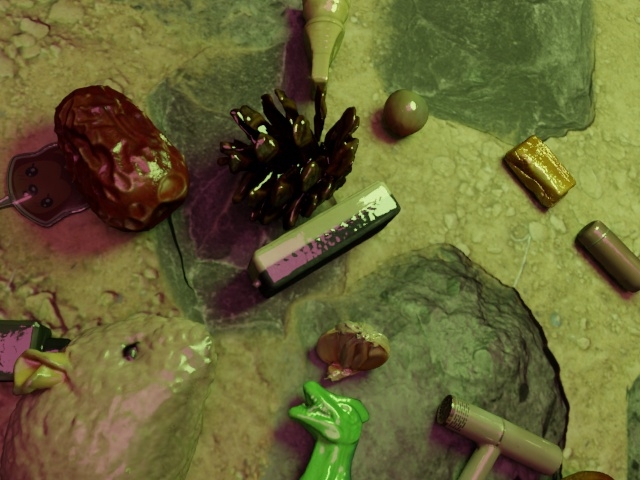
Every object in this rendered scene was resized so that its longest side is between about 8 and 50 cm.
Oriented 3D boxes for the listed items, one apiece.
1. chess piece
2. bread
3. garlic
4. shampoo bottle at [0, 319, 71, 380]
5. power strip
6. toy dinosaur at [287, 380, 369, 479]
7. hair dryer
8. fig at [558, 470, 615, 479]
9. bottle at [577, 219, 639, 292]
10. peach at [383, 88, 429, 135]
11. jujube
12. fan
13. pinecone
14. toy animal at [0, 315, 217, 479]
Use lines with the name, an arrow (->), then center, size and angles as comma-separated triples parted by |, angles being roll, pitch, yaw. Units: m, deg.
chess piece -> 0.004, -0.348, 1.006 | 0.090, 0.090, 0.201 | 8, 72, -9
bread -> 0.402, -0.127, 1.043 | 0.074, 0.053, 0.132 | -39, 84, -23
garlic -> 0.051, 0.160, 0.875 | 0.113, 0.094, 0.074 | 5, 32, -4
shampoo bottle -> -0.468, 0.149, 0.769 | 0.245, 0.079, 0.080 | 3, 75, -11
power strip -> 0.000, 0.000, 0.895 | 0.256, 0.105, 0.070 | -32, 82, -18
toy dinosaur -> 0.111, 0.474, 0.792 | 0.499, 0.144, 0.375 | 32, 58, -4
hair dryer -> 0.246, 0.376, 0.863 | 0.195, 0.054, 0.220 | 25, 71, -4
fig -> 0.384, 0.407, 0.850 | 0.152, 0.119, 0.119 | -4, 75, -11
bottle -> 0.526, 0.028, 1.022 | 0.053, 0.053, 0.140 | -41, 86, -19
peach -> 0.149, -0.224, 1.006 | 0.083, 0.083, 0.083 | 3, 73, -11
jujube -> -0.298, -0.123, 0.853 | 0.155, 0.155, 0.230 | -34, 75, -18
fan -> -0.449, -0.074, 0.876 | 0.220, 0.009, 0.132 | -28, 79, -19
pinecone -> -0.052, -0.131, 0.872 | 0.201, 0.202, 0.229 | 27, 83, 2
toy animal -> -0.276, 0.258, 0.720 | 0.226, 0.188, 0.359 | 17, 72, 4
